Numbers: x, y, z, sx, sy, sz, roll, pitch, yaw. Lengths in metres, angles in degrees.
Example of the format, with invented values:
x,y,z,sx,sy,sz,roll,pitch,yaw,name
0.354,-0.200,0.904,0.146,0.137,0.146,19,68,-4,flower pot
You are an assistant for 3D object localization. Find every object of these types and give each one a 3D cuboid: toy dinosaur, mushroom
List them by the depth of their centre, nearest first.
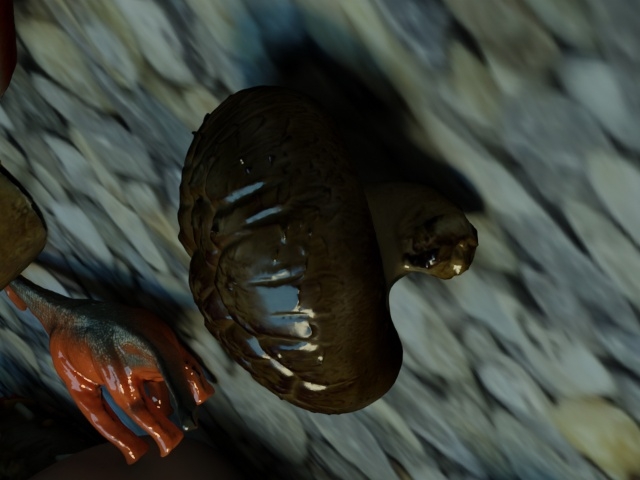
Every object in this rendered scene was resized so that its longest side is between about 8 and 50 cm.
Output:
x,y,z,sx,sy,sz,roll,pitch,yaw,name
-0.007,0.005,0.676,0.109,0.085,0.126,30,150,34,mushroom
-0.109,0.060,1.023,0.101,0.055,0.279,60,157,-15,toy dinosaur

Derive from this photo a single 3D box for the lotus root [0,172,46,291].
x,y,z,sx,sy,sz,roll,pitch,yaw,name
-0.205,-0.010,1.032,0.112,0.081,0.122,38,160,-8,lotus root

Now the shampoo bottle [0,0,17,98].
x,y,z,sx,sy,sz,roll,pitch,yaw,name
-0.164,-0.122,0.732,0.118,0.076,0.314,39,159,11,shampoo bottle

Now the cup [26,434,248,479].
x,y,z,sx,sy,sz,roll,pitch,yaw,name
-0.061,0.227,1.070,0.191,0.253,0.200,-53,51,29,cup

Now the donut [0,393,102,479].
x,y,z,sx,sy,sz,roll,pitch,yaw,name
-0.156,0.211,1.325,0.270,0.103,0.269,38,157,19,donut
